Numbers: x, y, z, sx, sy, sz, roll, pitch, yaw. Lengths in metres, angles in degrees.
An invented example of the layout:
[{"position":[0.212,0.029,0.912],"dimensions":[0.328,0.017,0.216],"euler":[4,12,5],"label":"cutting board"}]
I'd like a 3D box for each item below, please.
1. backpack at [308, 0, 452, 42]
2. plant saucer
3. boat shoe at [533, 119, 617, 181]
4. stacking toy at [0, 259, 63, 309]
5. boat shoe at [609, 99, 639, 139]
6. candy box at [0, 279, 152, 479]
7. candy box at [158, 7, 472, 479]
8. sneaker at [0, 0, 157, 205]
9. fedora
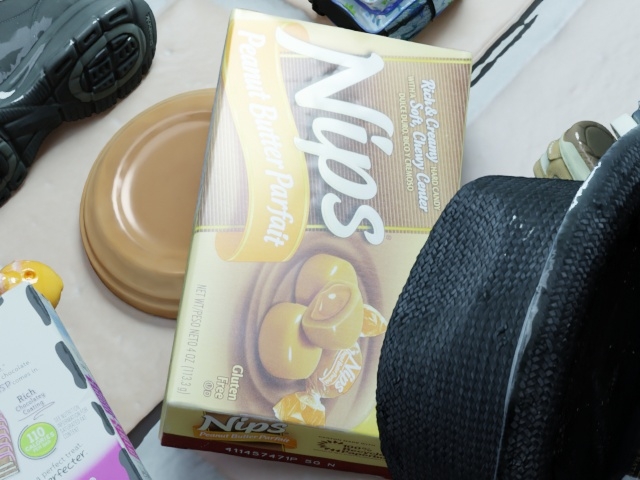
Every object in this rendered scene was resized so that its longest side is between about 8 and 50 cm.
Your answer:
[{"position":[0.055,-0.214,1.431],"dimensions":[0.114,0.084,0.105],"euler":[-39,63,-12],"label":"backpack"},{"position":[-0.093,-0.036,1.399],"dimensions":[0.200,0.037,0.200],"euler":[-6,61,11],"label":"plant saucer"},{"position":[0.212,0.011,1.290],"dimensions":[0.072,0.068,0.190],"euler":[-40,65,38],"label":"boat shoe"},{"position":[-0.341,0.059,1.358],"dimensions":[0.302,0.166,0.175],"euler":[-10,49,-5],"label":"stacking toy"},{"position":[0.298,-0.013,1.262],"dimensions":[0.079,0.095,0.254],"euler":[-37,51,6],"label":"boat shoe"},{"position":[-0.209,0.169,1.267],"dimensions":[0.159,0.071,0.233],"euler":[-30,76,-3],"label":"candy box"},{"position":[0.000,0.000,1.298],"dimensions":[0.183,0.087,0.316],"euler":[10,63,-5],"label":"candy box"},{"position":[-0.269,-0.115,1.458],"dimensions":[0.286,0.109,0.130],"euler":[-38,54,-18],"label":"sneaker"},{"position":[0.130,0.079,1.131],"dimensions":[0.152,0.334,0.334],"euler":[14,66,31],"label":"fedora"}]
